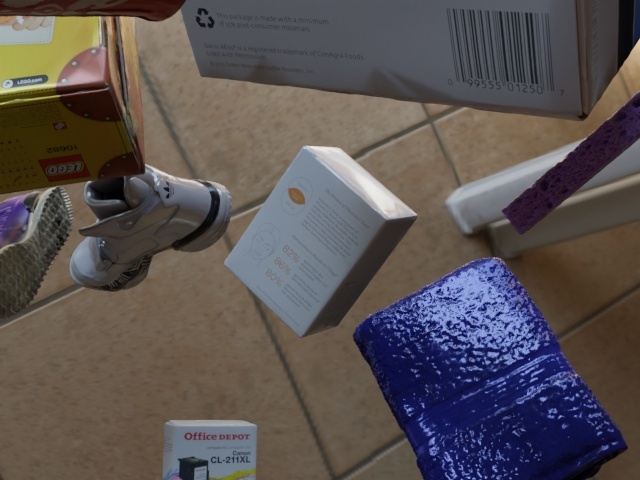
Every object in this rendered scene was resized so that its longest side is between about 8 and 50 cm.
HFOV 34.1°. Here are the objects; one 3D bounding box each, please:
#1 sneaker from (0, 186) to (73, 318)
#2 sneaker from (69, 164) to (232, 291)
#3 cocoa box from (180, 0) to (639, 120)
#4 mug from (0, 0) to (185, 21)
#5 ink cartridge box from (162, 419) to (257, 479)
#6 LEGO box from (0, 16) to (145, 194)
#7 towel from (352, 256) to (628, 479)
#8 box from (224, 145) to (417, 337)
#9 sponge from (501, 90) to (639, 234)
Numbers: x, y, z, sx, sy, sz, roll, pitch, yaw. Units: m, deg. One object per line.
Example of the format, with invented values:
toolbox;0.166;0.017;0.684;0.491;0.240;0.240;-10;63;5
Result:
sneaker;-0.495;0.023;1.587;0.293;0.146;0.102;-68;152;-55
sneaker;-0.337;-0.029;1.706;0.210;0.366;0.137;23;54;-45
cocoa box;0.074;-0.261;0.803;0.228;0.347;0.231;-49;138;-40
mug;-0.146;-0.160;0.426;0.169;0.113;0.150;-12;124;-32
ink cartridge box;-0.164;0.354;1.533;0.127;0.072;0.175;3;84;-20
LEGO box;-0.492;-0.249;1.307;0.500;0.193;0.372;-8;62;-1
towel;0.199;0.187;1.283;0.228;0.076;0.308;-27;59;-2
box;0.000;0.000;1.165;0.130;0.170;0.091;43;20;18
sponge;0.246;-0.087;0.875;0.031;0.210;0.117;50;23;6
